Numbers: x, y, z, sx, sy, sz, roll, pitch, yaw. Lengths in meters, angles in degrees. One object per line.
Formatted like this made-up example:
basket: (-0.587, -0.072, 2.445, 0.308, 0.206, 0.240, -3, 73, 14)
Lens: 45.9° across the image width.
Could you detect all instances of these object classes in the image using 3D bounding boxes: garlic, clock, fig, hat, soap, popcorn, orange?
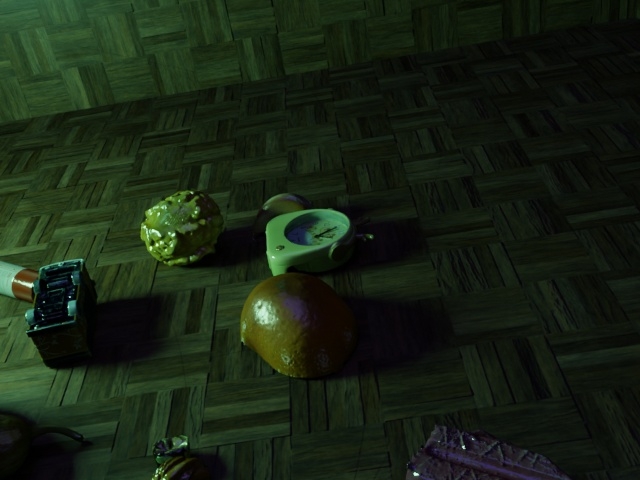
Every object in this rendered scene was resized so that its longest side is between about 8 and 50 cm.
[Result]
garlic: (-0.114, -0.081, 2.324, 0.207, 0.128, 0.115, -12, 10, 9)
clock: (0.000, 0.000, 2.161, 0.308, 0.096, 0.235, -10, 31, 1)
fig: (-0.650, 0.437, 1.655, 0.245, 0.149, 0.149, -10, 30, -24)
hat: (-0.310, 0.451, 1.588, 0.077, 0.059, 0.076, -11, 16, -11)
soap: (0.312, 0.461, 1.326, 0.325, 0.127, 0.220, 12, 39, 30)
popcorn: (-0.402, -0.034, 2.232, 0.250, 0.190, 0.250, -8, 70, 24)
orange: (-0.062, 0.202, 1.875, 0.274, 0.274, 0.310, -25, 4, -21)

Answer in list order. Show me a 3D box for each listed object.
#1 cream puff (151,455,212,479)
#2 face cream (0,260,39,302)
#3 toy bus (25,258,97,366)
cream puff: (-0.279, 0.479, 1.477, 0.133, 0.119, 0.104, -41, 74, 5)
face cream: (-0.884, 0.124, 2.223, 0.214, 0.095, 0.096, 11, 38, 29)
toy bus: (-0.677, 0.188, 2.004, 0.139, 0.167, 0.275, -13, 37, -4)
